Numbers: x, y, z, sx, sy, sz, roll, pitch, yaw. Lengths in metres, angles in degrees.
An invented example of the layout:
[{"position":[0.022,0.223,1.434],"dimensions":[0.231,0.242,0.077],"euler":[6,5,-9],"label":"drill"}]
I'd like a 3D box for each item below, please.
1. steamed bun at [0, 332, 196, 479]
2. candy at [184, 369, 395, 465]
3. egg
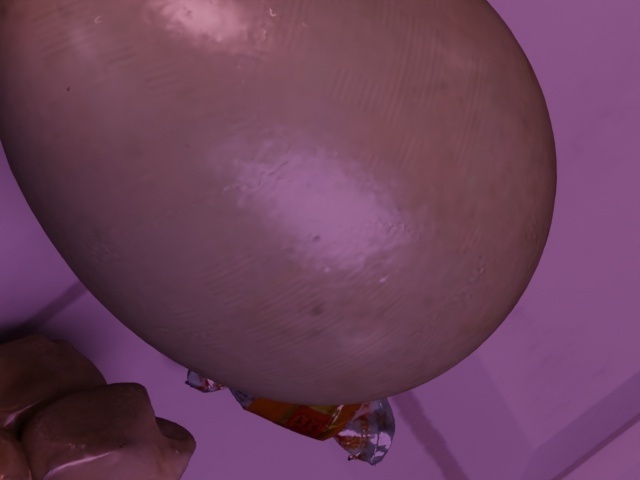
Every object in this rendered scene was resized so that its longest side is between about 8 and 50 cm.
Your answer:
[{"position":[-0.161,0.130,0.972],"dimensions":[0.192,0.106,0.177],"euler":[-24,145,-4],"label":"steamed bun"},{"position":[-0.014,0.088,1.093],"dimensions":[0.053,0.046,0.182],"euler":[-45,137,13],"label":"candy"},{"position":[-0.023,-0.048,0.814],"dimensions":[0.218,0.218,0.295],"euler":[-47,129,11],"label":"egg"}]
